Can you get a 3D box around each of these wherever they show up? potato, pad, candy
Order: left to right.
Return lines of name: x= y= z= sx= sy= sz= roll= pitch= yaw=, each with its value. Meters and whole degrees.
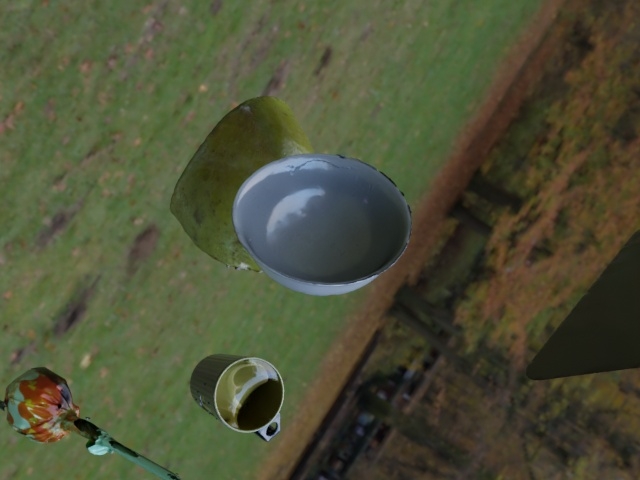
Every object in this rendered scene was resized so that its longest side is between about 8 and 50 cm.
candy: x=-0.140 y=0.131 z=0.676 sx=0.055 sy=0.185 sz=0.049 roll=40 pitch=73 yaw=-54
potato: x=-0.094 y=-0.103 z=2.037 sx=0.330 sy=0.280 sz=0.213 roll=-34 pitch=159 yaw=-26
pad: x=0.394 y=0.072 z=1.220 sx=0.315 sy=0.063 sz=0.375 roll=-15 pitch=-161 yaw=49

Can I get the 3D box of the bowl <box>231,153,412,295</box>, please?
bowl: x=0.000 y=0.000 z=1.109 sx=0.189 sy=0.189 sz=0.086 roll=-52 pitch=160 yaw=-37

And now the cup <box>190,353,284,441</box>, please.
cup: x=-0.145 y=0.279 z=1.854 sx=0.131 sy=0.176 sz=0.155 roll=-38 pitch=-161 yaw=-21
